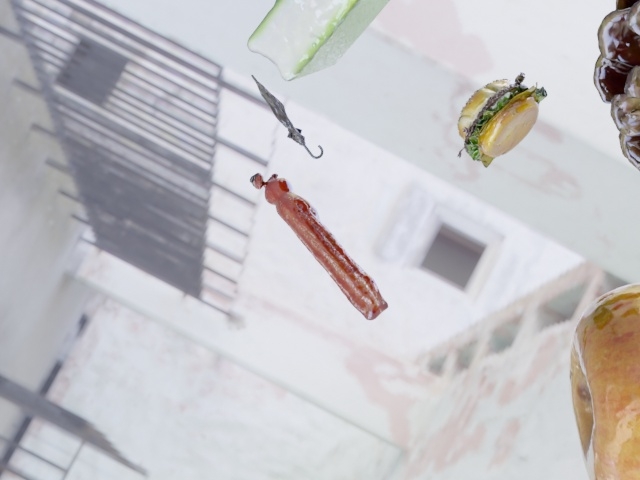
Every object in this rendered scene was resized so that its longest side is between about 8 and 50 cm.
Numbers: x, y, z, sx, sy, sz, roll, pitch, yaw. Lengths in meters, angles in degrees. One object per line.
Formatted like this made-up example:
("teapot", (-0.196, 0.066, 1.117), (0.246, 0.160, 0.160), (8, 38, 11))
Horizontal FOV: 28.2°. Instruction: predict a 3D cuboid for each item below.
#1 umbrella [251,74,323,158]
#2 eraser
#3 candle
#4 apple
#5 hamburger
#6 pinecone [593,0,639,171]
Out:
("umbrella", (-0.042, -0.138, 1.446), (0.022, 0.122, 0.013), (-43, -173, -6))
("eraser", (0.021, -0.336, 1.815), (0.210, 0.092, 0.274), (-48, 177, 17))
("candle", (0.000, 0.000, 1.907), (0.051, 0.329, 0.048), (-45, 145, 7))
("apple", (0.431, 0.187, 1.474), (0.299, 0.275, 0.299), (-4, 90, -82))
("hamburger", (0.320, -0.225, 2.292), (0.189, 0.093, 0.164), (-33, 154, -18))
("pinecone", (0.368, -0.141, 1.001), (0.296, 0.242, 0.298), (-20, 120, -33))
